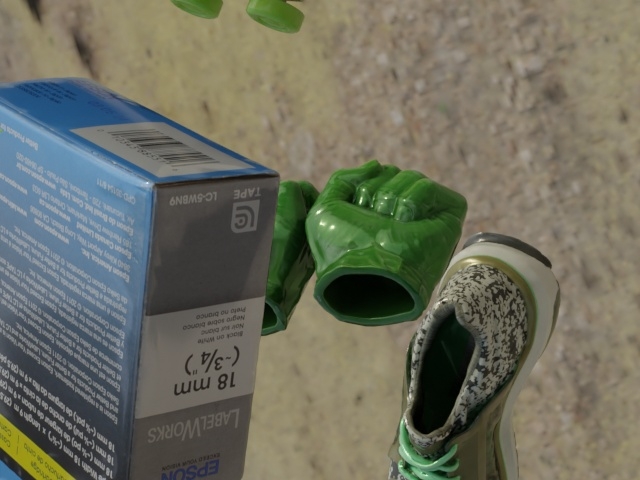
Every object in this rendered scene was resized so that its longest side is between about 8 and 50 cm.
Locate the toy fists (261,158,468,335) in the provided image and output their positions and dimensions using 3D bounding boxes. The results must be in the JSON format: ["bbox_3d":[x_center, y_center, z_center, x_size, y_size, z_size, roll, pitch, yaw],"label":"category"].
[{"bbox_3d":[0.000,0.000,1.348,0.279,0.142,0.096,-8,130,36],"label":"toy fists"}]

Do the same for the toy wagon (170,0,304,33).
[{"bbox_3d":[-0.072,-0.353,1.506,0.344,0.068,0.267,16,82,42],"label":"toy wagon"}]

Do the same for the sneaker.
[{"bbox_3d":[0.122,0.197,1.581,0.158,0.182,0.410,20,112,28],"label":"sneaker"}]

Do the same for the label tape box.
[{"bbox_3d":[-0.157,0.077,1.049,0.241,0.106,0.333,28,118,45],"label":"label tape box"}]
